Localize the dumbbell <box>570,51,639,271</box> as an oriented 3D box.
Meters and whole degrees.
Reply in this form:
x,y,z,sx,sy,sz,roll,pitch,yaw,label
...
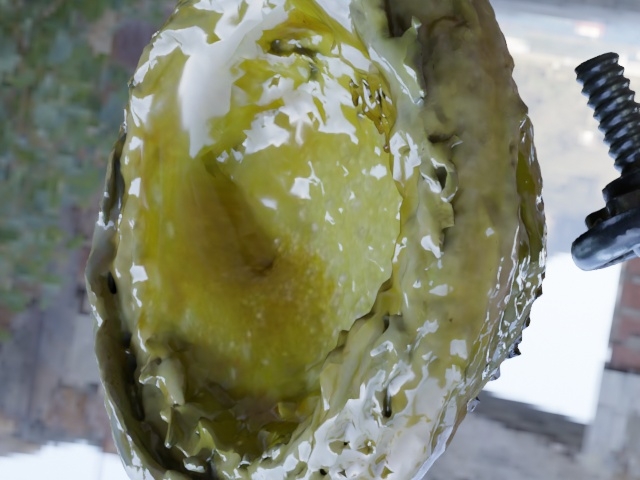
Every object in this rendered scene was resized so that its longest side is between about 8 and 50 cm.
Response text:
x,y,z,sx,sy,sz,roll,pitch,yaw,label
0.157,0.044,0.676,0.110,0.254,0.110,-23,172,-4,dumbbell

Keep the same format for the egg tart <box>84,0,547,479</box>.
x,y,z,sx,sy,sz,roll,pitch,yaw,label
0.000,0.000,0.735,0.118,0.288,0.288,7,-175,-39,egg tart
